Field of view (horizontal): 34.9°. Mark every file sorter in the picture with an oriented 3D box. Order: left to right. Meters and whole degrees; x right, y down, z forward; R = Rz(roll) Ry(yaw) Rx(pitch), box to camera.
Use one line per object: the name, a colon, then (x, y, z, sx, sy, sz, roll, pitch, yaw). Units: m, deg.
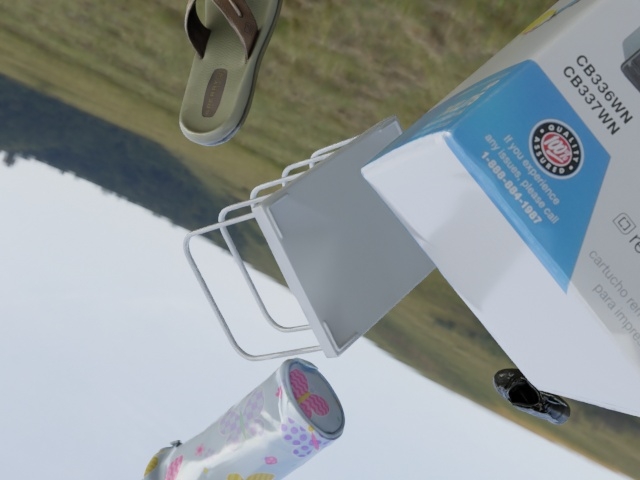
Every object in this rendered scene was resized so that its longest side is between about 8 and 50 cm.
file sorter: (0.000, 0.000, 1.264, 0.173, 0.193, 0.277, -14, -164, 45)

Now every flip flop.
flip flop: (-0.119, -0.250, 1.199, 0.112, 0.277, 0.080, 5, 166, 32)

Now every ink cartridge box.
ink cartridge box: (0.203, -0.062, 0.616, 0.198, 0.270, 0.197, 50, 171, -5)

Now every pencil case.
pencil case: (-0.098, 0.260, 1.272, 0.113, 0.273, 0.124, 36, -153, -36)

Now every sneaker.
sneaker: (0.293, 0.216, 1.453, 0.089, 0.051, 0.170, 29, 180, -39)
